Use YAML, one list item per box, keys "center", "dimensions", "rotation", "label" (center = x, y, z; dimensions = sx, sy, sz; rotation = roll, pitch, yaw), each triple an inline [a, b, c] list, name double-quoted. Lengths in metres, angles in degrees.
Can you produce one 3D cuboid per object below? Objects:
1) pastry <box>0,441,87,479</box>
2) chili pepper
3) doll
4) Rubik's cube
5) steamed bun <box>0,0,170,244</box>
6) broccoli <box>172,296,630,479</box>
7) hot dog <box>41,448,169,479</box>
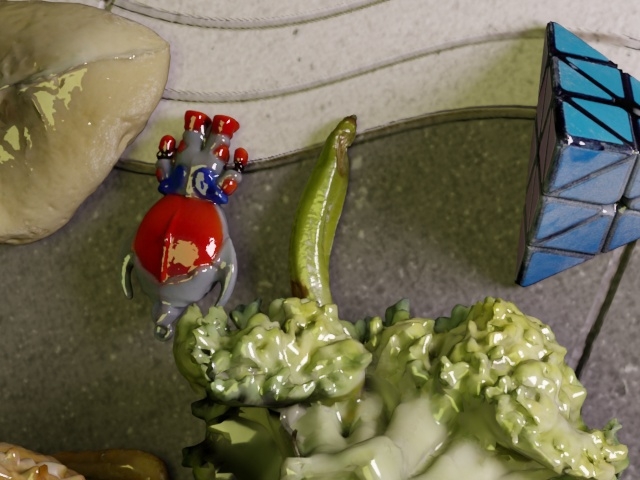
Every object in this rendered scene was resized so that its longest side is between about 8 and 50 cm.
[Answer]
- center: [-0.286, 0.327, 1.370]
  dimensions: [0.245, 0.409, 0.410]
  rotation: [5, 88, 41]
  label: "pastry"
- center: [-0.001, 0.000, 1.484]
  dimensions: [0.049, 0.043, 0.208]
  rotation: [-2, 85, 32]
  label: "chili pepper"
- center: [-0.112, -0.012, 1.516]
  dimensions: [0.104, 0.062, 0.195]
  rotation: [12, 82, 3]
  label: "doll"
- center: [0.187, -0.040, 1.350]
  dimensions: [0.211, 0.178, 0.190]
  rotation: [34, 101, 20]
  label: "Rubik's cube"
- center: [-0.252, -0.102, 1.546]
  dimensions: [0.231, 0.110, 0.212]
  rotation: [6, 89, 23]
  label: "steamed bun"
- center: [0.047, 0.186, 1.326]
  dimensions: [0.347, 0.281, 0.293]
  rotation: [-1, 88, 17]
  label: "broccoli"
- center: [-0.228, 0.205, 1.549]
  dimensions: [0.215, 0.047, 0.066]
  rotation: [-11, 120, 20]
  label: "hot dog"
